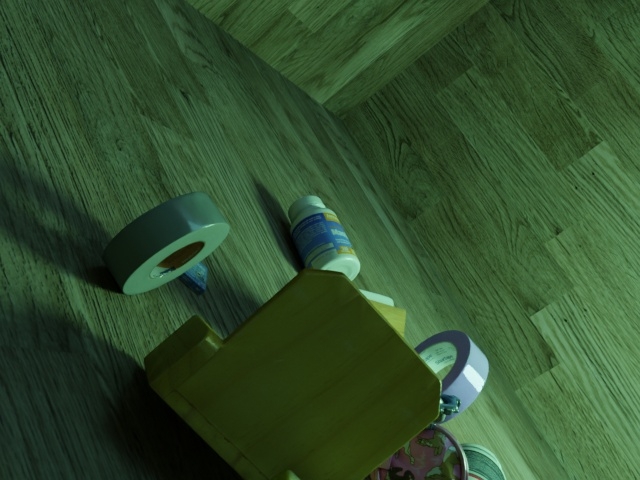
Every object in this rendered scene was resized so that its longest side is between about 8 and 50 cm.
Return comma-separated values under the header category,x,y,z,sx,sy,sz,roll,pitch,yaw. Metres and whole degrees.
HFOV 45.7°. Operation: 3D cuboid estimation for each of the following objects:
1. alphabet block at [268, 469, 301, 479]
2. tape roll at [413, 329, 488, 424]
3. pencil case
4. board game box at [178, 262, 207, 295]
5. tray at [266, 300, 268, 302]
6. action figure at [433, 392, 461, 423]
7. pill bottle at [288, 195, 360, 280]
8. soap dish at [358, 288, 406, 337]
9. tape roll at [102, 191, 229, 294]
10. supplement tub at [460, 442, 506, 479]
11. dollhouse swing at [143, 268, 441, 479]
category,x,y,z,sx,sy,sz,roll,pitch,yaw
alphabet block,-0.058,0.470,1.022,0.197,0.192,0.193,50,14,-13
tape roll,0.330,0.382,2.126,0.090,0.275,0.275,47,17,-18
pencil case,0.144,0.404,1.373,0.386,0.160,0.167,105,-34,-76
board game box,-0.275,0.059,1.587,0.090,0.020,0.090,45,17,-26
tray,-0.094,0.247,1.674,0.145,0.030,0.270,48,17,-14
action figure,0.168,0.444,1.739,0.341,0.179,0.330,13,28,-18
pill bottle,0.000,0.000,2.237,0.152,0.152,0.272,32,26,-51
soap dish,0.043,0.203,1.698,0.291,0.229,0.118,21,48,-58
tape roll,-0.271,0.006,1.346,0.072,0.219,0.219,56,16,10
supplement tub,0.352,0.618,1.841,0.191,0.191,0.272,54,16,5
dollhouse swing,-0.041,0.219,1.184,0.347,0.305,0.315,47,-10,-12
